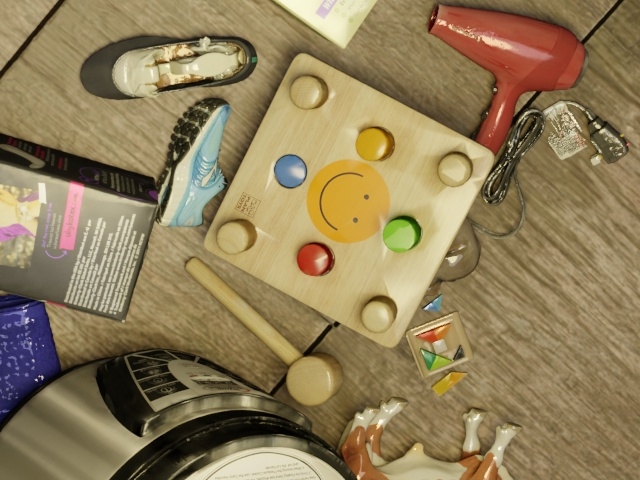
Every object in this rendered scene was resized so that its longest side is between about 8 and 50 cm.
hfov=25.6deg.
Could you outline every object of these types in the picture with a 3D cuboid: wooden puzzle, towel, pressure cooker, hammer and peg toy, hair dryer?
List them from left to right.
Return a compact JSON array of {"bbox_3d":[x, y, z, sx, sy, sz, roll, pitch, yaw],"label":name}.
[{"bbox_3d":[-0.401,0.224,1.658,0.227,0.076,0.308,-10,105,0],"label":"towel"},{"bbox_3d":[-0.140,0.335,1.500,0.370,0.420,0.375,-45,121,-18],"label":"pressure cooker"},{"bbox_3d":[0.000,0.000,1.591,0.266,0.127,0.361,29,100,5],"label":"hammer and peg toy"},{"bbox_3d":[0.150,0.132,1.754,0.078,0.014,0.116,-29,105,-2],"label":"wooden puzzle"},{"bbox_3d":[0.222,-0.159,1.665,0.223,0.080,0.293,-32,105,0],"label":"hair dryer"}]

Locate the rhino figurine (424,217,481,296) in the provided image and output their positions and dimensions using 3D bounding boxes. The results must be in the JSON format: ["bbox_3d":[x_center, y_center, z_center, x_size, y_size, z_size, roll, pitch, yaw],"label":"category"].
[{"bbox_3d":[0.109,-0.046,1.676,0.106,0.073,0.243,-27,104,1],"label":"rhino figurine"}]

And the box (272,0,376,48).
[{"bbox_3d":[-0.018,-0.370,1.557,0.243,0.117,0.214,33,96,-16],"label":"box"}]

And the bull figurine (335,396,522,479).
[{"bbox_3d":[0.151,0.302,1.750,0.310,0.101,0.188,8,98,-13],"label":"bull figurine"}]

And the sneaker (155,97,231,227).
[{"bbox_3d":[-0.139,-0.089,1.641,0.073,0.063,0.162,16,104,-32],"label":"sneaker"}]

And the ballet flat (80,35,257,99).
[{"bbox_3d":[-0.170,-0.197,1.596,0.203,0.074,0.074,-7,104,-7],"label":"ballet flat"}]

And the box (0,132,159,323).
[{"bbox_3d":[-0.328,-0.027,1.559,0.270,0.165,0.143,17,100,-12],"label":"box"}]
